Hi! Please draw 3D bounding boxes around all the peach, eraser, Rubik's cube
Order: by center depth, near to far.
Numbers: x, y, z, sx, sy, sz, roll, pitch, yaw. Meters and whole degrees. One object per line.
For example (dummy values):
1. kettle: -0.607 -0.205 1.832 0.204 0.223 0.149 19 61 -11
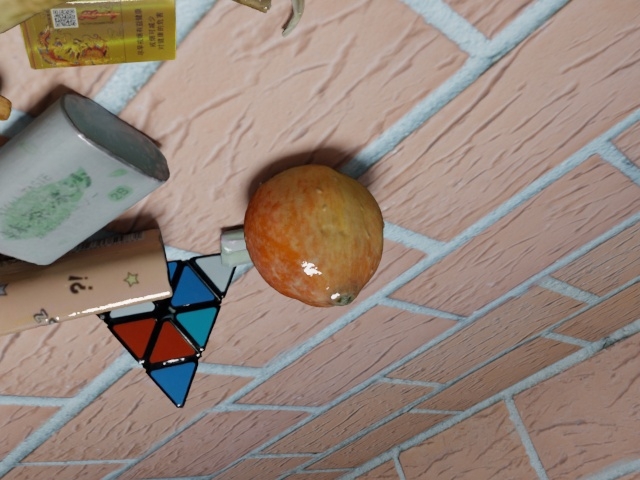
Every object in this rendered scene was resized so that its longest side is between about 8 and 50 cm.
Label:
1. eraser: -0.333 -0.068 0.842 0.227 0.081 0.174 -31 147 20
2. eraser: -0.369 0.060 0.972 0.291 0.171 0.087 -12 110 -12
3. peach: 0.000 0.000 0.996 0.233 0.232 0.232 -14 149 -9
4. Rubik's cube: -0.316 0.139 1.118 0.234 0.249 0.284 28 133 -27

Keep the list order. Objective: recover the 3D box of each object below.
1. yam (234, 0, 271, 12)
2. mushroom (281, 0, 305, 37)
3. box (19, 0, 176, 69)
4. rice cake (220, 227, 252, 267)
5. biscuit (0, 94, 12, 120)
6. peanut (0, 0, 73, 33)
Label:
1. yam: -0.109 -0.273 0.689 0.145 0.032 0.032 13 137 -40
2. mushroom: 0.010 -0.327 0.668 0.068 0.043 0.306 26 133 -19
3. box: -0.232 -0.224 0.705 0.157 0.022 0.089 -10 147 -15
4. rice cake: -0.061 -0.005 1.135 0.222 0.042 0.080 -10 144 -13
5. biscuit: -0.397 -0.163 0.628 0.166 0.036 0.250 9 177 20
6. peanut: -0.258 -0.246 0.556 0.290 0.130 0.130 -20 149 0
